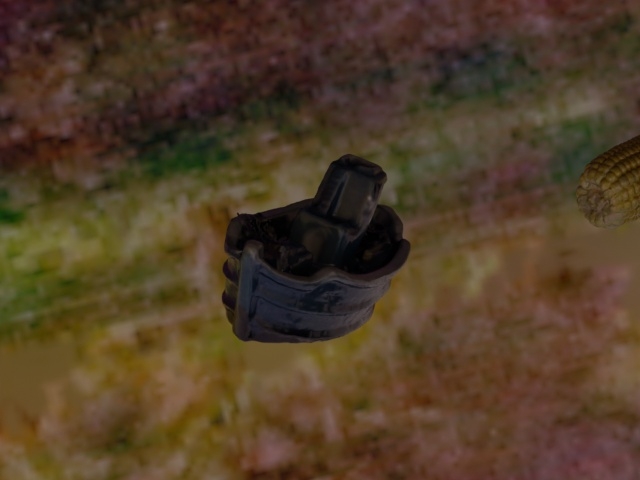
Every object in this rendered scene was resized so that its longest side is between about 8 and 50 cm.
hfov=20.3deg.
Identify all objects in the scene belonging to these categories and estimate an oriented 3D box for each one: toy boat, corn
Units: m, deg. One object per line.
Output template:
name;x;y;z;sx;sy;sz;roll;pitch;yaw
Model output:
toy boat;0.000;0.000;1.513;0.129;0.142;0.309;24;-164;18
corn;0.286;-0.066;1.484;0.165;0.063;0.085;-29;144;-22
